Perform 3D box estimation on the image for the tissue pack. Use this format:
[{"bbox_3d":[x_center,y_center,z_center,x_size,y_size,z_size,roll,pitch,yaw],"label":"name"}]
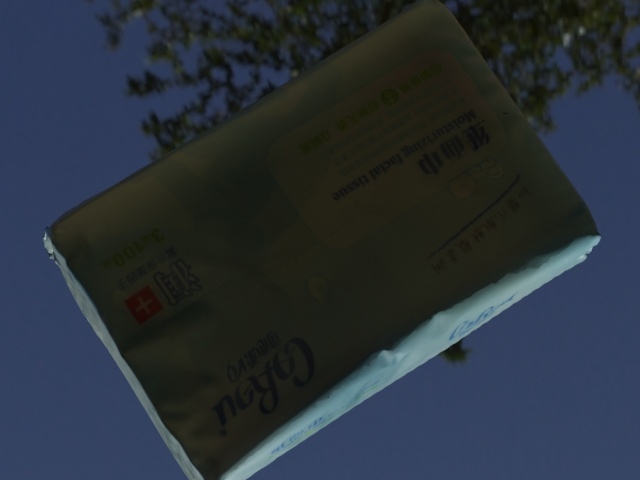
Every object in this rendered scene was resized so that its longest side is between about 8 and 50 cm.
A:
[{"bbox_3d":[0.000,0.000,0.930,0.263,0.089,0.177,-32,-101,-10],"label":"tissue pack"}]
